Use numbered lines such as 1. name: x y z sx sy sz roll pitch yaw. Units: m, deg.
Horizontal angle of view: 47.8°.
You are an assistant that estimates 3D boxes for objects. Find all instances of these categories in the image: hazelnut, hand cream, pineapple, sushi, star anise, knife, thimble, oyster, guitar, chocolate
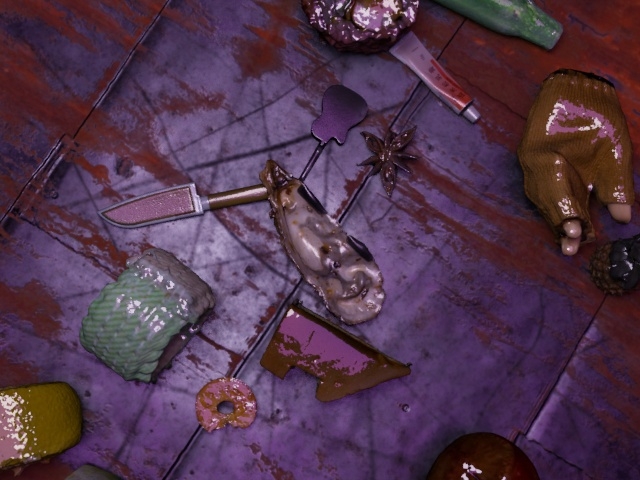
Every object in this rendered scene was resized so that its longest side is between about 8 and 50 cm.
1. hazelnut: 0.271 0.429 1.239 0.204 0.178 0.178 -38 88 -2
2. hand cream: 0.226 -0.307 1.373 0.216 0.038 0.052 47 56 6
3. pineapple: 0.547 0.031 1.255 0.111 0.237 0.119 -12 80 1
4. sushi: 0.078 -0.470 1.296 0.237 0.171 0.270 -21 91 11
5. star anise: 0.127 -0.144 1.337 0.124 0.056 0.129 -3 88 21
6. knife: -0.235 -0.075 1.316 0.343 0.027 0.061 -12 96 -2
7. thimble: -0.281 0.123 1.198 0.150 0.219 0.219 37 83 3
8. oyster: -0.002 0.002 1.303 0.129 0.078 0.345 -36 95 -7
9. guitar: 0.003 -0.181 1.345 0.088 0.025 0.233 30 83 -1
10. chocolate: 0.322 -0.451 1.362 0.291 0.110 0.110 28 83 -3

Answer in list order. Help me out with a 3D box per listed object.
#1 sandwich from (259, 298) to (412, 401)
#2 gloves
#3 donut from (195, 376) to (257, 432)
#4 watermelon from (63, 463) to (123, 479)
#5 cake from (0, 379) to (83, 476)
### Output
1. sandwich: 0.027 0.207 1.249 0.236 0.122 0.128 30 94 1
2. gloves: 0.458 -0.139 1.306 0.203 0.155 0.356 13 68 -9
3. donut: -0.165 0.288 1.276 0.108 0.043 0.097 1 84 -3
4. watermelon: -0.411 0.530 1.165 0.193 0.310 0.231 -7 122 -4
5. cake: -0.529 0.313 1.180 0.261 0.179 0.156 -15 86 -4
